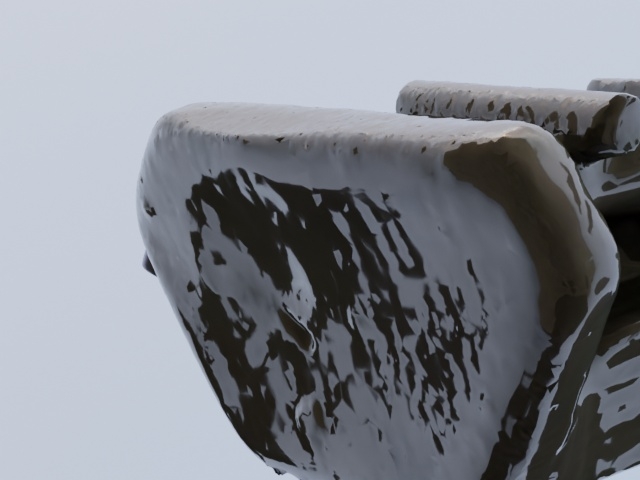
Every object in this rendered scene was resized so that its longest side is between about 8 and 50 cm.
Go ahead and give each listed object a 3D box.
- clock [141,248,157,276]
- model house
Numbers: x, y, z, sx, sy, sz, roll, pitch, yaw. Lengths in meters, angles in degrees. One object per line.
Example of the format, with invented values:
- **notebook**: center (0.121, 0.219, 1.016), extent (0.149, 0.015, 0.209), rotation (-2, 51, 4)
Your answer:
- **clock**: center (0.000, 0.000, 0.910), extent (0.193, 0.144, 0.073), rotation (19, -74, -3)
- **model house**: center (0.066, 0.011, 0.451), extent (0.229, 0.188, 0.122), rotation (6, -78, 60)
